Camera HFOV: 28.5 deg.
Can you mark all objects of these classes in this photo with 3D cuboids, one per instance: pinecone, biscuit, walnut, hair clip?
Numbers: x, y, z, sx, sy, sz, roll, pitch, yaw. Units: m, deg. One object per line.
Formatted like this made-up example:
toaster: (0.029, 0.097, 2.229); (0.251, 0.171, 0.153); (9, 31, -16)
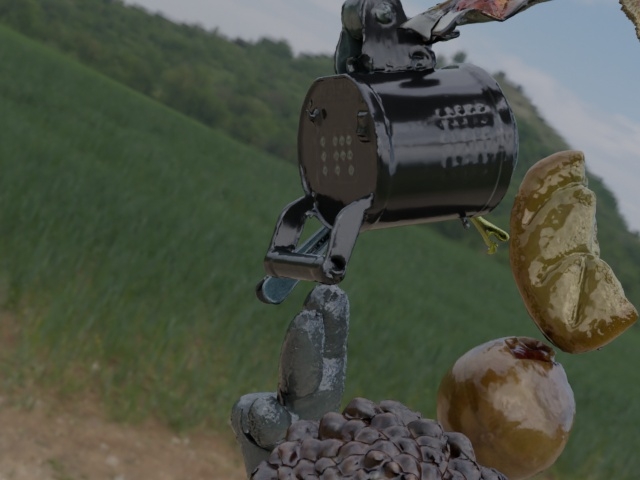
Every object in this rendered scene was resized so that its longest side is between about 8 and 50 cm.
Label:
pinecone: (0.035, 0.242, 0.998); (0.221, 0.221, 0.221); (26, 3, -2)
biscuit: (0.354, 0.020, 1.852); (0.154, 0.299, 0.045); (-18, -16, 10)
walnut: (0.266, 0.241, 1.810); (0.203, 0.203, 0.298); (27, 6, 16)
hair clip: (0.233, -0.056, 2.014); (0.173, 0.046, 0.072); (50, 2, 0)
hair clip: (0.000, 0.000, 1.726); (0.039, 0.229, 0.070); (45, -10, -6)

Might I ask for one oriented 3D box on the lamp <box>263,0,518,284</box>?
lamp: (0.113, -0.107, 1.594); (0.272, 0.374, 0.205); (14, -5, -27)

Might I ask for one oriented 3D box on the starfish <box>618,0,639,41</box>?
starfish: (0.426, -0.325, 1.613); (0.301, 0.084, 0.293); (46, 28, 14)

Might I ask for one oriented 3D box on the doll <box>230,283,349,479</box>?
doll: (-0.045, 0.211, 1.721); (0.158, 0.340, 0.246); (13, 33, 21)

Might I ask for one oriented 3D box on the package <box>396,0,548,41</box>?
package: (0.209, -0.277, 1.445); (0.232, 0.040, 0.166); (-19, 16, -8)
